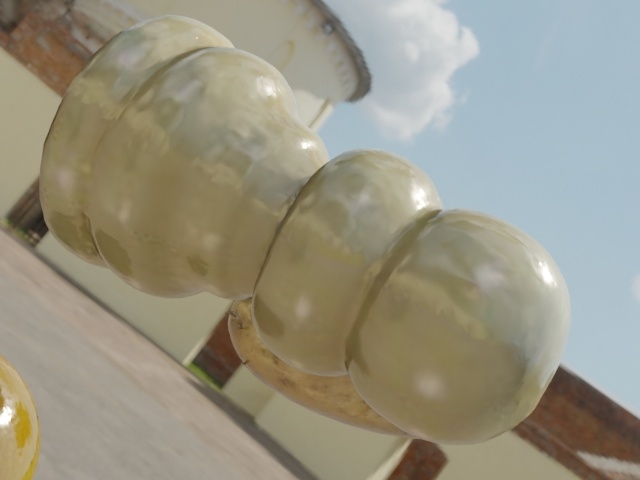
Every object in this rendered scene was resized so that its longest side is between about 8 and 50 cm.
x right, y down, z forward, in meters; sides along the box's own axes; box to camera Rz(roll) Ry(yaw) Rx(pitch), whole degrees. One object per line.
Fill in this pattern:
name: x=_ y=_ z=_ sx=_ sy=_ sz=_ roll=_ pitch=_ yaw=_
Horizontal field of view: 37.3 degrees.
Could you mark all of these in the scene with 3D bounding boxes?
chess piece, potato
chess piece: x=0.000 y=0.000 z=0.542 sx=0.299 sy=0.167 sz=0.167 roll=29 pitch=-10 yaw=23
potato: x=0.030 y=0.103 z=0.863 sx=0.234 sy=0.128 sz=0.161 roll=25 pitch=-7 yaw=4

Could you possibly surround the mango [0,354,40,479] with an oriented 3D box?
mango: x=-0.301 y=0.175 z=0.641 sx=0.175 sy=0.255 sz=0.139 roll=19 pitch=-38 yaw=5
